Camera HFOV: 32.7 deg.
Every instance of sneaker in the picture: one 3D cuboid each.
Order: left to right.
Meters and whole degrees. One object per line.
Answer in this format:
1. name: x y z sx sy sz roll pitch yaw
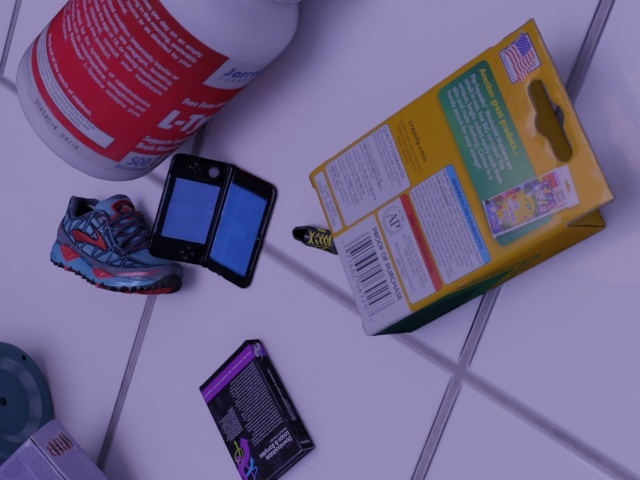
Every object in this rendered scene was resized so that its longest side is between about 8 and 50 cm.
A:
1. sneaker: -0.286 -0.001 1.510 0.262 0.104 0.125 17 99 40
2. sneaker: 0.000 0.000 1.301 0.083 0.035 0.031 11 97 41

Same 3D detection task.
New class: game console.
1. game console: -0.141 -0.025 1.398 0.085 0.124 0.144 45 120 63

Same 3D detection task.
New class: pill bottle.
1. pill bottle: -0.176 -0.266 1.333 0.408 0.229 0.229 -36 66 35

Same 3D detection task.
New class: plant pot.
1. plant pot: -0.561 0.275 1.661 0.255 0.272 0.271 -20 76 23

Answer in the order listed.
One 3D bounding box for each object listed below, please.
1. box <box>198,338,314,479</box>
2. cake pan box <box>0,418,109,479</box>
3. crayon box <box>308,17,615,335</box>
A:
1. box: -0.083 0.223 1.377 0.116 0.029 0.162 -45 60 32
2. cake pan box: -0.369 0.421 1.538 0.267 0.070 0.246 48 122 4
3. crayon box: 0.152 -0.055 1.138 0.323 0.083 0.203 -33 68 37
